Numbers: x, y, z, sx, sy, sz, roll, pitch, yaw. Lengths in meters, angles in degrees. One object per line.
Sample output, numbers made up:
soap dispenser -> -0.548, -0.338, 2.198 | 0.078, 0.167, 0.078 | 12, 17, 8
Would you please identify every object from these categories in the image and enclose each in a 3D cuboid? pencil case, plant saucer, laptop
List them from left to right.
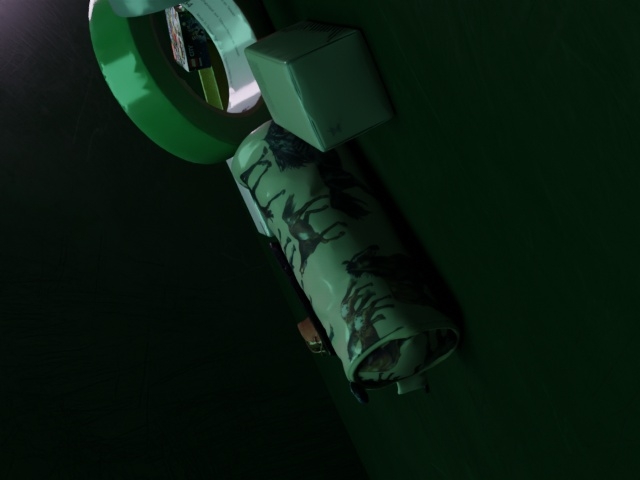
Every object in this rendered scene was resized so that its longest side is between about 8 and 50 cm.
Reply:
plant saucer -> -0.188, -0.296, 2.230 | 0.188, 0.045, 0.188 | -136, 30, -69
pencil case -> 0.026, 0.011, 1.591 | 0.410, 0.159, 0.184 | 60, 157, 30
laptop -> 0.049, 0.127, 1.922 | 0.234, 0.264, 0.137 | 59, 135, 35

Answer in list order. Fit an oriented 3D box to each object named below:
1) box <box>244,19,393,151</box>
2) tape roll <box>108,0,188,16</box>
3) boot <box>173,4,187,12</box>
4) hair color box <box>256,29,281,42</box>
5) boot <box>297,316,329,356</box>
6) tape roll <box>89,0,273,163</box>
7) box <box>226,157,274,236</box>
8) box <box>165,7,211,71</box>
box -> -0.009, -0.188, 1.402 | 0.113, 0.094, 0.275 | 66, 173, -18
tape roll -> -0.174, -0.360, 1.497 | 0.072, 0.219, 0.219 | 68, 172, -25
boot -> -0.207, -0.439, 1.904 | 0.219, 0.082, 0.106 | -88, -14, -62
hair color box -> -0.040, -0.231, 1.690 | 0.141, 0.043, 0.072 | 58, 172, 46
boot -> 0.038, 0.211, 2.431 | 0.305, 0.115, 0.112 | -137, 24, -69
tape roll -> -0.182, -0.270, 1.702 | 0.321, 0.077, 0.321 | 32, -134, -40
box -> -0.088, -0.114, 2.169 | 0.181, 0.119, 0.182 | 66, 173, -7
box -> -0.249, -0.426, 2.116 | 0.159, 0.044, 0.233 | -137, 36, -68
